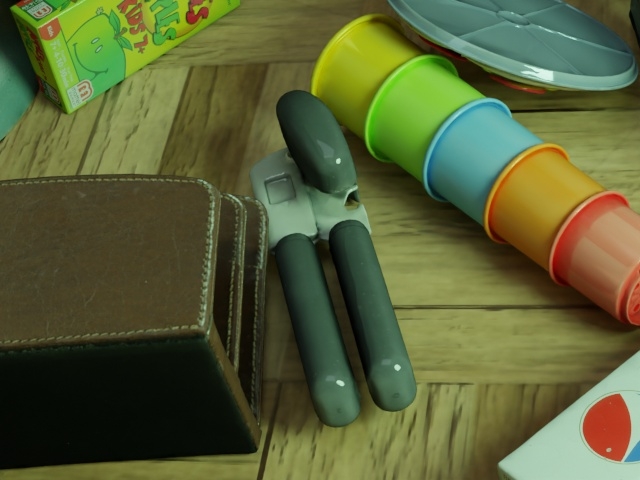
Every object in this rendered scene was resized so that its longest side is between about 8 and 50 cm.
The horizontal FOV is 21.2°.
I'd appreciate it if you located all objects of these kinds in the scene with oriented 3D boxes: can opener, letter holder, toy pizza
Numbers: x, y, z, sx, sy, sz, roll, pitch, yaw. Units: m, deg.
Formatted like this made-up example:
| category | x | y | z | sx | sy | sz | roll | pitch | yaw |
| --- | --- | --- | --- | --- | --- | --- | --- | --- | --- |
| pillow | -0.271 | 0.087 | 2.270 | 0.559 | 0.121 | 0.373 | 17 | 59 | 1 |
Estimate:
| category | x | y | z | sx | sy | sz | roll | pitch | yaw |
| --- | --- | --- | --- | --- | --- | --- | --- | --- | --- |
| can opener | 0.000 | 0.000 | 1.165 | 0.076 | 0.095 | 0.283 | -15 | 38 | -1 |
| letter holder | -0.196 | 0.022 | 1.129 | 0.302 | 0.152 | 0.214 | -5 | 55 | 9 |
| toy pizza | 0.140 | -0.152 | 1.278 | 0.201 | 0.032 | 0.201 | 15 | 26 | -8 |

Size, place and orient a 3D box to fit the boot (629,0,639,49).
| category | x | y | z | sx | sy | sz | roll | pitch | yaw |
| --- | --- | --- | --- | --- | --- | --- | --- | --- | --- |
| boot | 0.289 | -0.145 | 1.224 | 0.083 | 0.161 | 0.246 | -8 | 78 | -18 |

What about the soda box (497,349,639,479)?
| category | x | y | z | sx | sy | sz | roll | pitch | yaw |
| --- | --- | --- | --- | --- | --- | --- | --- | --- | --- |
| soda box | 0.210 | 0.112 | 1.025 | 0.216 | 0.069 | 0.074 | -35 | 48 | -21 |

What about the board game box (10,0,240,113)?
| category | x | y | z | sx | sy | sz | roll | pitch | yaw |
| --- | --- | --- | --- | --- | --- | --- | --- | --- | --- |
| board game box | -0.156 | -0.192 | 1.398 | 0.181 | 0.092 | 0.043 | -36 | 48 | -21 |

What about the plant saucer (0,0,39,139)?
| category | x | y | z | sx | sy | sz | roll | pitch | yaw |
| --- | --- | --- | --- | --- | --- | --- | --- | --- | --- |
| plant saucer | -0.391 | -0.140 | 1.441 | 0.318 | 0.043 | 0.317 | -7 | 45 | 7 |

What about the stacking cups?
| category | x | y | z | sx | sy | sz | roll | pitch | yaw |
| --- | --- | --- | --- | --- | --- | --- | --- | --- | --- |
| stacking cups | 0.128 | -0.053 | 1.196 | 0.096 | 0.096 | 0.316 | -36 | 51 | -21 |
